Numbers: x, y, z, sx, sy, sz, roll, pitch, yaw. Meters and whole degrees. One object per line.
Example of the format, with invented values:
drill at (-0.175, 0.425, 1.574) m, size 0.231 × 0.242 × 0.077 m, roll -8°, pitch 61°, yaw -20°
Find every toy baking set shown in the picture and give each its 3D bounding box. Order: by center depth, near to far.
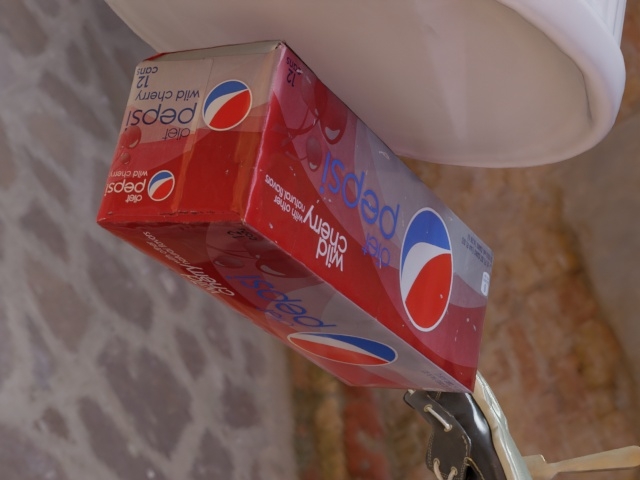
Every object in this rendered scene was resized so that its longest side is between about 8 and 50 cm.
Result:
toy baking set at (0.278, 0.255, 1.381) m, size 0.256 × 0.196 × 0.030 m, roll 54°, pitch -7°, yaw 46°

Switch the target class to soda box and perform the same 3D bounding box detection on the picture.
soda box at (0.000, 0.000, 0.765) m, size 0.263 × 0.083 × 0.092 m, roll 39°, pitch 57°, yaw -54°

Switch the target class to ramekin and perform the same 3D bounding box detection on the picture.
ramekin at (0.030, -0.148, 0.739) m, size 0.273 × 0.272 × 0.127 m, roll 38°, pitch 68°, yaw -50°

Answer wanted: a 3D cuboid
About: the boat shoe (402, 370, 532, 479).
boat shoe at (0.133, 0.190, 1.282) m, size 0.084 × 0.079 × 0.233 m, roll 56°, pitch 6°, yaw -36°
